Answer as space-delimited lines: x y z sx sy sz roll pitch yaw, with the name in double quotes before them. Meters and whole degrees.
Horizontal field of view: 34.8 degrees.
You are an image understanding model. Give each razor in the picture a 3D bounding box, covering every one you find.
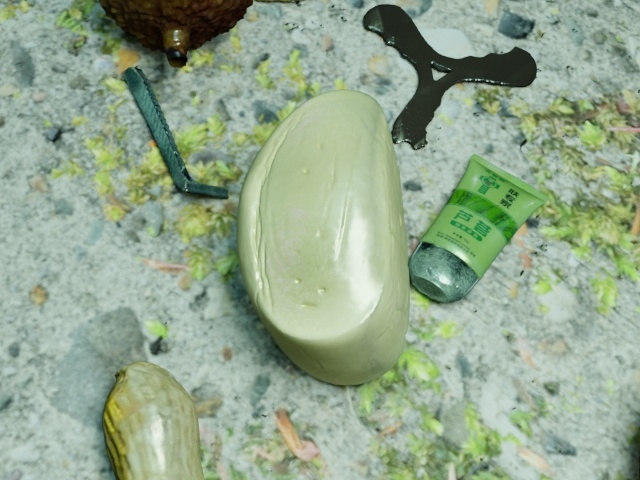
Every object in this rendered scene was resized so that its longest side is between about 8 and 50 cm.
"razor" -0.168 -0.113 1.093 0.066 0.033 0.190 6 46 -54

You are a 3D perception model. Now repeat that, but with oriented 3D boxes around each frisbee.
"frisbee" 0.124 -0.180 1.160 0.211 0.012 0.187 26 65 9

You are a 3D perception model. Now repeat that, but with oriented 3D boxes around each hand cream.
"hand cream" 0.156 -0.012 1.055 0.095 0.046 0.175 32 63 14

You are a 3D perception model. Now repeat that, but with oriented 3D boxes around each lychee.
"lychee" -0.157 -0.291 1.094 0.200 0.200 0.238 1 70 -4

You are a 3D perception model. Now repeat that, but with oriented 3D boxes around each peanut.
"peanut" -0.140 0.203 0.900 0.087 0.087 0.206 -13 65 -11

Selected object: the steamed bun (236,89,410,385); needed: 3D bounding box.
"steamed bun" 0.000 0.000 0.952 0.155 0.200 0.250 -6 68 8
